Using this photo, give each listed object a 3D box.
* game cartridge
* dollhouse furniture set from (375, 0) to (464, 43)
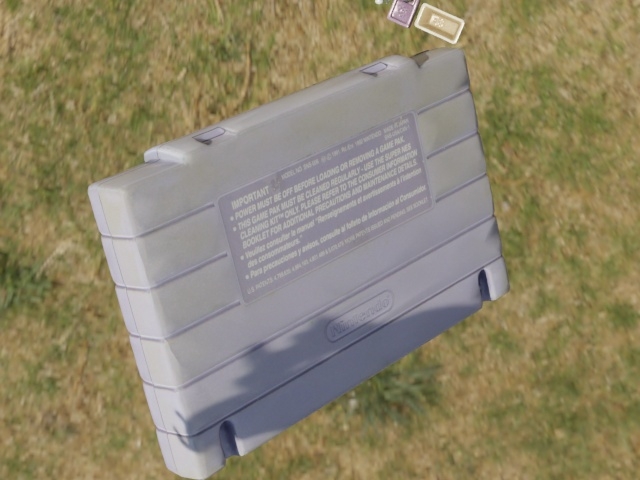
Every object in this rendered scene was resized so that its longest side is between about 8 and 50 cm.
[{"bbox_3d":[0.000,0.000,0.995,0.355,0.068,0.230,-26,107,-38],"label":"game cartridge"},{"bbox_3d":[0.129,-0.306,1.646,0.114,0.081,0.091,30,107,25],"label":"dollhouse furniture set"}]
